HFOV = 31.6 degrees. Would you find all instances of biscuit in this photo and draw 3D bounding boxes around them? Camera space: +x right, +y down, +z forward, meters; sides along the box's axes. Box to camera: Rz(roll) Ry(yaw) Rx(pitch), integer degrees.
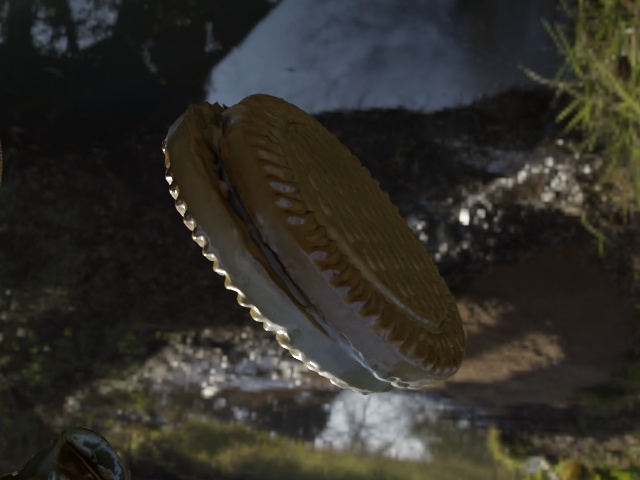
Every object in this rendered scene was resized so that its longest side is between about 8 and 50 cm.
[{"bbox_3d":[0.000,0.000,0.784,0.079,0.259,0.259,-38,145,17],"label":"biscuit"}]

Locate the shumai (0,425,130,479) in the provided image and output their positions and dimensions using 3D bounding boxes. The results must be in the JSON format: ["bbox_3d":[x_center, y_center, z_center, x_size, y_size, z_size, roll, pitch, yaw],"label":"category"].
[{"bbox_3d":[-0.197,0.220,0.654,0.272,0.203,0.222,-13,110,58],"label":"shumai"}]

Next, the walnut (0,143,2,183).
[{"bbox_3d":[-0.496,-0.031,1.017,0.383,0.383,0.383,4,161,1],"label":"walnut"}]
